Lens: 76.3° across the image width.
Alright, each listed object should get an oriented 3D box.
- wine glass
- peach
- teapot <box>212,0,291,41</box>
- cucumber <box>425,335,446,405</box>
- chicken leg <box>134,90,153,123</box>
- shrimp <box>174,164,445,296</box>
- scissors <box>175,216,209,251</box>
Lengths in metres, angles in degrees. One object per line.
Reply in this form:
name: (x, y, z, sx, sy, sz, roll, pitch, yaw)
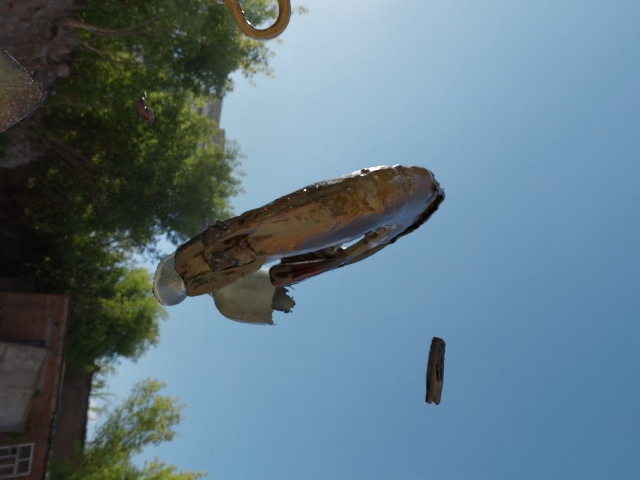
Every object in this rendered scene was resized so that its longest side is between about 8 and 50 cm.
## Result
wine glass: (-0.218, 0.109, 0.927, 0.322, 0.143, 0.143, 8, -91, 24)
peach: (-0.604, -0.255, 0.656, 0.068, 0.279, 0.188, 21, -72, 24)
teapot: (-0.120, -0.471, 0.617, 0.310, 0.167, 0.203, 67, -14, -17)
cucumber: (0.220, 0.251, 0.783, 0.033, 0.034, 0.134, 5, -94, 39)
chicken leg: (-0.441, -0.329, 1.015, 0.083, 0.036, 0.021, 87, -14, -44)
shrimp: (0.000, -0.001, 0.388, 0.173, 0.254, 0.058, 80, -12, -68)
scissors: (-0.364, 0.013, 1.248, 0.020, 0.133, 0.187, -11, -135, 30)
